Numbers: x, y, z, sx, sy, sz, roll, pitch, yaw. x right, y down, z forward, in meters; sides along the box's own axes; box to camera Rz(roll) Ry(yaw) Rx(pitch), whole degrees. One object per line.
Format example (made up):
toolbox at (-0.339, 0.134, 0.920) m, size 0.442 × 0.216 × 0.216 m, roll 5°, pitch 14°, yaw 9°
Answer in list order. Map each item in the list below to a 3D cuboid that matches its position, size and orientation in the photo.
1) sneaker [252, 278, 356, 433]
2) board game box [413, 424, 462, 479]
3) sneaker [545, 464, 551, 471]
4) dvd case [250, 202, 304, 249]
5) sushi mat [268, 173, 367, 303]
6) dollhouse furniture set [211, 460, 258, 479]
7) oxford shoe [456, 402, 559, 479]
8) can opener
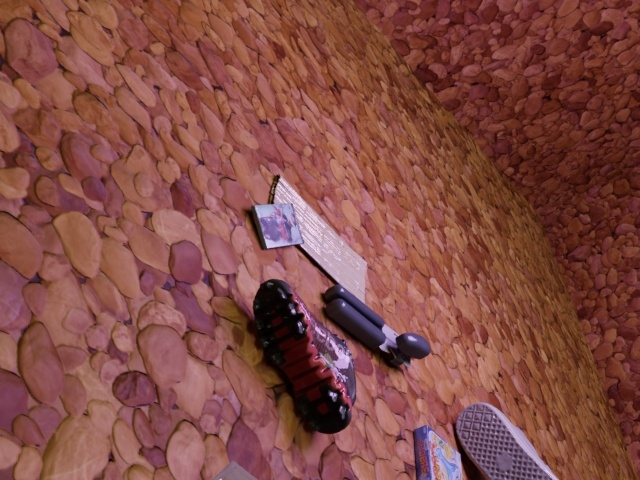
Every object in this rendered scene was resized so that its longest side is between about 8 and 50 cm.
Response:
sneaker at (-0.020, 0.183, 1.201) m, size 0.276 × 0.097 × 0.135 m, roll 61°, pitch 26°, yaw -3°
board game box at (0.243, 0.494, 1.433) m, size 0.136 × 0.035 × 0.201 m, roll 44°, pitch 30°, yaw -31°
sneaker at (0.548, 0.643, 1.692) m, size 0.151 × 0.094 × 0.256 m, roll 58°, pitch 23°, yaw 14°
dvd case at (-0.081, -0.029, 1.371) m, size 0.119 × 0.013 × 0.087 m, roll -6°, pitch 78°, yaw -56°
sushi mat at (0.000, 0.000, 1.515) m, size 0.316 × 0.019 × 0.151 m, roll 45°, pitch 31°, yaw -30°
dollhouse furniture set at (-0.071, 0.387, 0.912) m, size 0.183 × 0.129 × 0.129 m, roll 34°, pitch 21°, yaw 13°
oxford shoe at (0.451, 0.553, 1.547) m, size 0.130 × 0.169 × 0.449 m, roll 43°, pitch 13°, yaw -46°
can opener at (0.126, 0.175, 1.476) m, size 0.283 × 0.095 × 0.076 m, roll 41°, pitch 31°, yaw -36°
